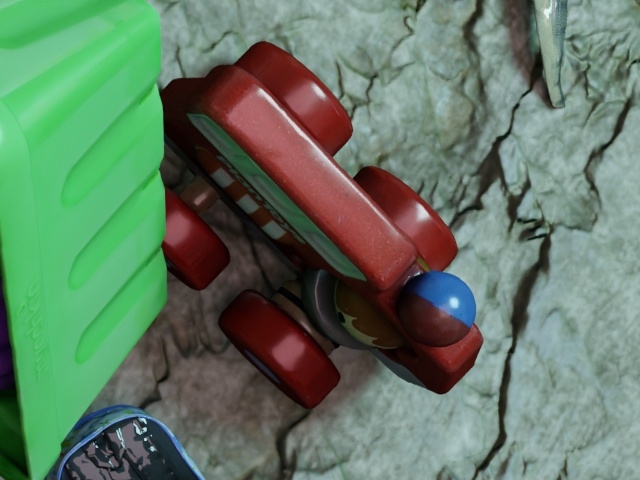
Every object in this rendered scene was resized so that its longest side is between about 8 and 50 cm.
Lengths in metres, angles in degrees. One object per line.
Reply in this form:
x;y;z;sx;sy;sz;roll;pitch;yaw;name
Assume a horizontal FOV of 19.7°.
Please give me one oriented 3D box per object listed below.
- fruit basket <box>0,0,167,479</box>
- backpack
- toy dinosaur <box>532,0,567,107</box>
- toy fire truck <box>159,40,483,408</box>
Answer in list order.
-0.292;-0.002;1.116;0.283;0.392;0.392;38;81;24;fruit basket
-0.144;0.179;1.336;0.105;0.084;0.114;-33;109;-13;backpack
0.152;-0.236;1.405;0.118;0.064;0.268;-1;99;-24;toy dinosaur
0.000;0.000;1.275;0.169;0.254;0.302;-45;106;-9;toy fire truck
